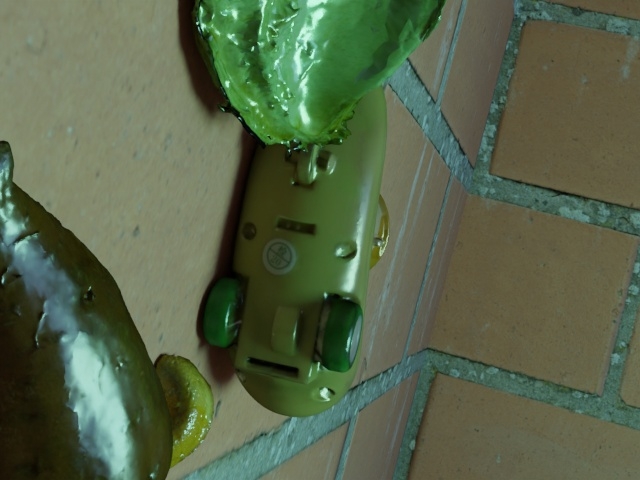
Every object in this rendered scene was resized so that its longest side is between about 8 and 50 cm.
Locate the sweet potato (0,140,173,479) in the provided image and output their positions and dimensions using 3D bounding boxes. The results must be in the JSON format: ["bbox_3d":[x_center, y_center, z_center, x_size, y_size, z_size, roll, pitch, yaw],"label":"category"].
[{"bbox_3d":[-0.128,0.104,0.483,0.112,0.112,0.359,-59,157,-50],"label":"sweet potato"}]

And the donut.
[{"bbox_3d":[-0.117,0.129,0.725,0.083,0.067,0.038,-38,163,-13],"label":"donut"}]

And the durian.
[{"bbox_3d":[0.009,-0.201,0.612,0.394,0.163,0.198,91,23,-49],"label":"durian"}]

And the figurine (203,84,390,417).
[{"bbox_3d":[0.000,0.000,0.872,0.222,0.124,0.324,-11,111,-76],"label":"figurine"}]
